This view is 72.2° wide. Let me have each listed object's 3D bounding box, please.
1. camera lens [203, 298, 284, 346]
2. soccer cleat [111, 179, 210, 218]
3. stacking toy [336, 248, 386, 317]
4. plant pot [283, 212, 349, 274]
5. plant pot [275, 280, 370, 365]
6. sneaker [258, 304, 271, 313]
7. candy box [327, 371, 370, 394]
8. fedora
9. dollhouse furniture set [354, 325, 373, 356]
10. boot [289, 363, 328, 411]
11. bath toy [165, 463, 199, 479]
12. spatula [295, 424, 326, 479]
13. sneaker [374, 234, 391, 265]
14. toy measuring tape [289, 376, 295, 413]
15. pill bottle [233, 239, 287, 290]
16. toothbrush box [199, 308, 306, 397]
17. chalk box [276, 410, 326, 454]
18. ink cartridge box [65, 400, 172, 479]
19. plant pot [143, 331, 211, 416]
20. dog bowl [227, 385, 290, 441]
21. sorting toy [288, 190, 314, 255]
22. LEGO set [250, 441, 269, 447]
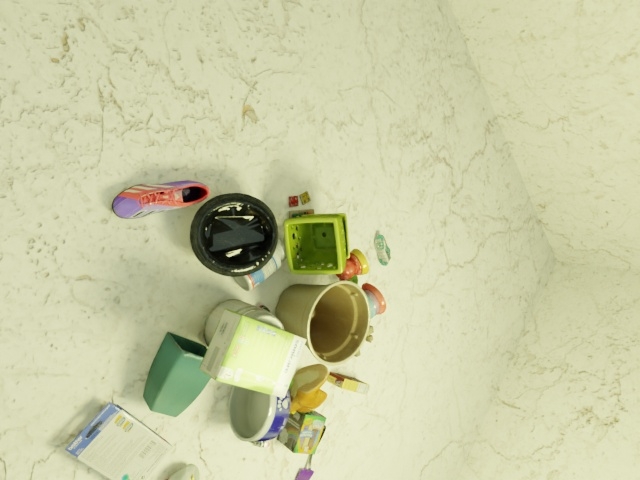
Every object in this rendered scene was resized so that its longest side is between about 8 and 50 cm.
[{"bbox_3d":[-0.287,0.342,1.622,0.219,0.274,0.219,-4,97,-39],"label":"camera lens"},{"bbox_3d":[-0.528,-0.144,1.475,0.318,0.116,0.108,-17,105,-37],"label":"soccer cleat"},{"bbox_3d":[0.136,0.215,1.947,0.130,0.279,0.309,-25,87,-24],"label":"stacking toy"},{"bbox_3d":[0.000,0.000,1.784,0.207,0.227,0.228,-39,125,-66],"label":"plant pot"},{"bbox_3d":[-0.018,0.309,1.821,0.334,0.305,0.333,-5,98,-40],"label":"plant pot"},{"bbox_3d":[-0.208,0.343,1.816,0.063,0.075,0.170,-31,113,-33],"label":"sneaker"},{"bbox_3d":[0.136,0.686,2.114,0.187,0.109,0.053,29,76,-38],"label":"candy box"},{"bbox_3d":[-0.329,-0.021,1.623,0.334,0.152,0.334,-1,92,-31],"label":"fedora"},{"bbox_3d":[0.173,0.492,2.090,0.101,0.161,0.181,-16,104,-37],"label":"dollhouse furniture set"},{"bbox_3d":[-0.031,0.596,1.760,0.295,0.104,0.211,-38,138,20],"label":"boot"},{"bbox_3d":[-0.489,1.002,1.628,0.129,0.151,0.348,-11,104,-2],"label":"bath toy"},{"bbox_3d":[-0.039,1.008,2.053,0.084,0.030,0.296,31,75,-35],"label":"spatula"},{"bbox_3d":[0.322,0.042,2.243,0.076,0.065,0.166,-36,121,-49],"label":"sneaker"},{"bbox_3d":[-0.149,0.696,1.887,0.330,0.121,0.121,-46,121,-16],"label":"toy measuring tape"},{"bbox_3d":[-0.235,0.090,1.738,0.221,0.124,0.124,-39,118,-31],"label":"pill bottle"},{"bbox_3d":[-0.213,0.369,1.427,0.283,0.122,0.206,30,76,-37],"label":"toothbrush box"},{"bbox_3d":[-0.074,0.808,1.938,0.132,0.132,0.213,28,78,-37],"label":"chalk box"},{"bbox_3d":[-0.673,0.691,1.479,0.186,0.065,0.311,-49,124,-25],"label":"ink cartridge box"},{"bbox_3d":[-0.504,0.477,1.537,0.166,0.165,0.234,35,80,-36],"label":"plant pot"},{"bbox_3d":[-0.240,0.633,1.698,0.104,0.265,0.264,23,80,-41],"label":"dog bowl"},{"bbox_3d":[-0.069,-0.076,1.907,0.132,0.046,0.274,-8,99,-39],"label":"sorting toy"},{"bbox_3d":[-0.220,0.701,1.821,0.107,0.132,0.287,33,68,-46],"label":"LEGO set"}]
